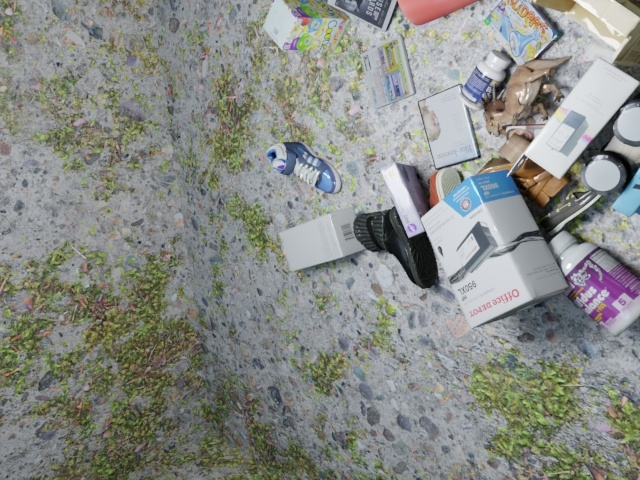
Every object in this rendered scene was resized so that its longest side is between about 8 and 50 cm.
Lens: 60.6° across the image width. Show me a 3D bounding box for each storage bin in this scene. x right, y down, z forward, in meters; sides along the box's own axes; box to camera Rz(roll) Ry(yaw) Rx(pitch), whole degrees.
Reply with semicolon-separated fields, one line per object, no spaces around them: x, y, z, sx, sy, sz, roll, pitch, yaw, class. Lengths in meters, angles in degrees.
0.693;-0.557;1.351;0.262;0.260;0.123;51;131;22;storage bin

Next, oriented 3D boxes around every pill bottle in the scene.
0.778;0.113;1.567;0.301;0.169;0.169;46;133;26;pill bottle
0.510;-0.496;1.694;0.094;0.094;0.169;50;135;23;pill bottle

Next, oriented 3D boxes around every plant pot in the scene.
0.378;-0.803;1.621;0.243;0.275;0.275;3;106;37;plant pot

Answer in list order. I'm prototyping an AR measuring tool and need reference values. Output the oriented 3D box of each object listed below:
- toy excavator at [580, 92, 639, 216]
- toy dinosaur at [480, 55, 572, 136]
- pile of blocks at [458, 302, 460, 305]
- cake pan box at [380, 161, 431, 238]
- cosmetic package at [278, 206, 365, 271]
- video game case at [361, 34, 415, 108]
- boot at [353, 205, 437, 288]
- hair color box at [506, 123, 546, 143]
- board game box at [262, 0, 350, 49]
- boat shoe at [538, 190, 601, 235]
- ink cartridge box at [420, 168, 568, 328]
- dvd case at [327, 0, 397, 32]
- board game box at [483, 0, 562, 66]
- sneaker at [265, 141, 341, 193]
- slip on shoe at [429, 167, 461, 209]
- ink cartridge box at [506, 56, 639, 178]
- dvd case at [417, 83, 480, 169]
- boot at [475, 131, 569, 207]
0.886;-0.102;1.363;0.445;0.222;0.433;36;130;23;toy excavator
0.581;-0.436;1.599;0.296;0.127;0.200;-59;37;19;toy dinosaur
0.576;0.142;1.841;0.362;0.112;0.149;-40;74;46;pile of blocks
0.319;-0.139;1.918;0.070;0.246;0.267;-25;86;25;cake pan box
0.000;0.000;2.386;0.365;0.155;0.197;-16;91;50;cosmetic package
0.245;-0.609;1.998;0.193;0.023;0.212;-9;96;49;video game case
0.284;0.033;2.105;0.260;0.131;0.348;-20;92;52;boot
0.637;-0.315;1.660;0.141;0.043;0.072;10;111;47;hair color box
-0.049;-0.813;2.052;0.144;0.275;0.142;53;135;20;board game box
0.734;-0.101;1.603;0.069;0.081;0.228;53;138;15;boat shoe
0.510;0.031;1.656;0.285;0.166;0.395;-49;58;57;ink cartridge box
0.151;-0.852;1.898;0.238;0.029;0.179;29;145;5;dvd case
0.589;-0.623;1.606;0.201;0.035;0.136;58;137;15;board game box
-0.092;-0.296;2.316;0.323;0.236;0.130;49;134;24;sneaker
0.444;-0.089;1.914;0.101;0.123;0.331;-167;65;-68;slip on shoe
0.658;-0.286;1.434;0.119;0.207;0.353;40;119;15;ink cartridge box
0.435;-0.382;1.873;0.180;0.022;0.253;-12;95;49;dvd case
0.614;-0.182;1.707;0.220;0.109;0.283;42;142;7;boot
